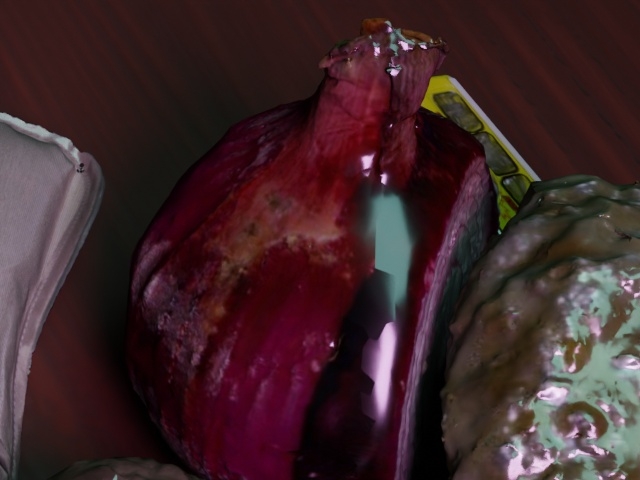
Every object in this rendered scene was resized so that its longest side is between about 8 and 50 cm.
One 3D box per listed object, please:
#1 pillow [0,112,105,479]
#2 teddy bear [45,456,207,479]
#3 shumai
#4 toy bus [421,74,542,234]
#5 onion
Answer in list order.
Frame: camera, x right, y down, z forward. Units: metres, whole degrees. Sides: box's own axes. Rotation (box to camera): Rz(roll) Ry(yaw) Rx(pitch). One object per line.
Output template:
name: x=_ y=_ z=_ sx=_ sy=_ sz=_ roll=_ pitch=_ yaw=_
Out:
pillow: x=-0.164 y=0.017 z=0.725 sx=0.131 sy=0.038 sz=0.232 roll=21 pitch=42 yaw=-13
teddy bear: x=-0.056 y=0.158 z=0.605 sx=0.177 sy=0.140 sz=0.190 roll=-4 pitch=47 yaw=-34
shumai: x=0.162 y=0.099 z=0.700 sx=0.218 sy=0.255 sz=0.189 roll=-2 pitch=0 yaw=8
toy bus: x=0.089 y=0.024 z=0.872 sx=0.074 sy=0.081 sz=0.226 roll=-14 pitch=58 yaw=-48
onion: x=0.000 y=0.000 z=0.727 sx=0.140 sy=0.218 sz=0.195 roll=17 pitch=43 yaw=19
